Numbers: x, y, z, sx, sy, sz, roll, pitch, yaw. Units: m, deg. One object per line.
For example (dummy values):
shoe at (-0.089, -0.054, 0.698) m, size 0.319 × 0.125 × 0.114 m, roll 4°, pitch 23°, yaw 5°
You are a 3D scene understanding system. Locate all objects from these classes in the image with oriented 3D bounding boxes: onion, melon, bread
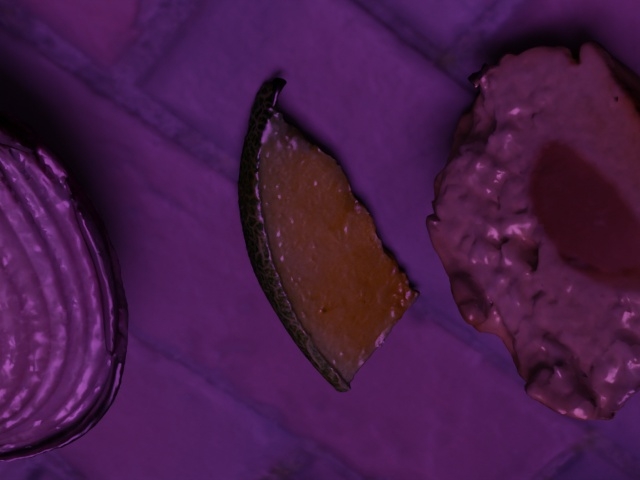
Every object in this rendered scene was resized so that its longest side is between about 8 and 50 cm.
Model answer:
onion at (-0.265, -0.008, 1.165) m, size 0.267 × 0.159 × 0.349 m, roll 3°, pitch 117°, yaw -15°
melon at (0.000, -0.001, 1.227) m, size 0.114 × 0.053 × 0.262 m, roll -18°, pitch 122°, yaw 4°
bread at (0.168, -0.019, 1.121) m, size 0.183 × 0.224 × 0.211 m, roll -34°, pitch 109°, yaw 15°
